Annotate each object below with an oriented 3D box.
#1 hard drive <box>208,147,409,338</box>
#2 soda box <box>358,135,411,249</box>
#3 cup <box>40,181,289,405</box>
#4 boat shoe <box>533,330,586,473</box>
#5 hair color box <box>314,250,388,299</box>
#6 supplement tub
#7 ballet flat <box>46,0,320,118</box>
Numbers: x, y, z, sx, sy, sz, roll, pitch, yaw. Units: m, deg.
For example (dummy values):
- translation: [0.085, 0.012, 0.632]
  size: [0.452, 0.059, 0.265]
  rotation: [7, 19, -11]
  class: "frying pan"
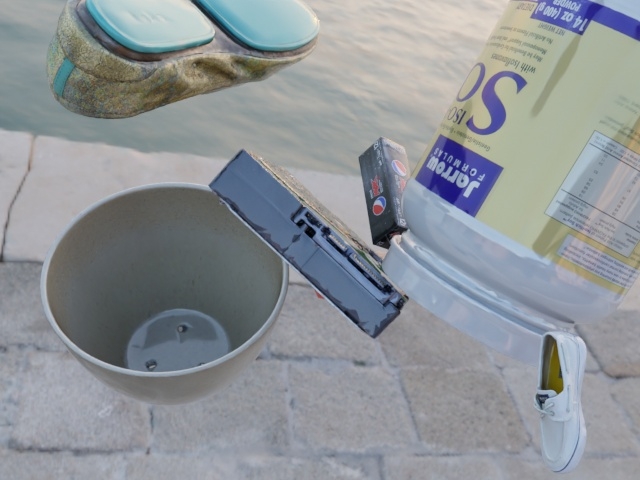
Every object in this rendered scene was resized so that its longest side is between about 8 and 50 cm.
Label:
- translation: [0.000, 0.000, 0.891]
  size: [0.237, 0.064, 0.339]
  rotation: [42, 4, 2]
  class: "hard drive"
- translation: [0.103, -0.068, 1.083]
  size: [0.053, 0.060, 0.168]
  rotation: [18, 49, -32]
  class: "soda box"
- translation: [-0.218, 0.112, 1.075]
  size: [0.331, 0.237, 0.331]
  rotation: [3, 50, -4]
  class: "cup"
- translation: [0.166, 0.113, 0.517]
  size: [0.035, 0.100, 0.035]
  rotation: [15, -12, -31]
  class: "boat shoe"
- translation: [0.057, 0.058, 1.188]
  size: [0.093, 0.053, 0.167]
  rotation: [-30, 14, -22]
  class: "hair color box"
- translation: [0.227, -0.069, 0.712]
  size: [0.241, 0.331, 0.241]
  rotation: [28, 11, -6]
  class: "supplement tub"
- translation: [-0.127, -0.189, 0.722]
  size: [0.123, 0.123, 0.348]
  rotation: [31, 30, 17]
  class: "ballet flat"
